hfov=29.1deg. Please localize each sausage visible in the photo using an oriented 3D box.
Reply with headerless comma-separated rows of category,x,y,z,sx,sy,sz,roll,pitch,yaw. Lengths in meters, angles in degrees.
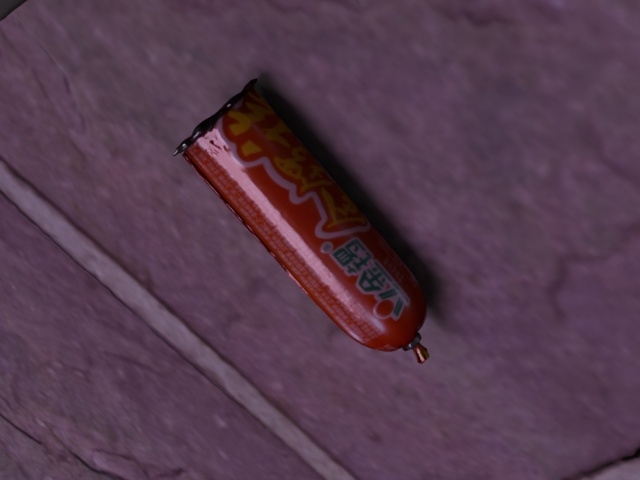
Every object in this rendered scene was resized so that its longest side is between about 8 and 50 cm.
sausage,0.000,0.000,0.530,0.048,0.050,0.145,-38,101,11

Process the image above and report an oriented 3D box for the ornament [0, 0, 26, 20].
ornament,-0.164,-0.197,0.405,0.120,0.130,0.285,34,146,31
